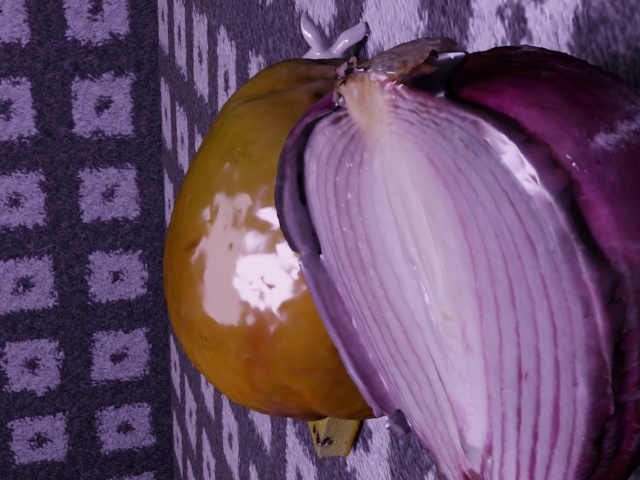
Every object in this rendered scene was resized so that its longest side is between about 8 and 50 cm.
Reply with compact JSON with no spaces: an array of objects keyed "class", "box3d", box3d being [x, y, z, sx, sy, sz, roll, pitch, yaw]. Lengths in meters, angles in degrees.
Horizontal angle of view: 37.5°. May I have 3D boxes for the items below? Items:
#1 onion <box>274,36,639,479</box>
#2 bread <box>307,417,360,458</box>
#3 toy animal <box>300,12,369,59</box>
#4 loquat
[{"class":"onion","box3d":[0.121,0.045,0.547,0.267,0.159,0.348,12,122,60]},{"class":"bread","box3d":[-0.006,0.155,1.174,0.226,0.049,0.088,-112,23,-46]},{"class":"toy animal","box3d":[0.004,-0.173,1.007,0.124,0.071,0.085,109,170,-72]},{"class":"loquat","box3d":[0.000,0.000,0.764,0.276,0.276,0.284,-124,36,-59]}]
